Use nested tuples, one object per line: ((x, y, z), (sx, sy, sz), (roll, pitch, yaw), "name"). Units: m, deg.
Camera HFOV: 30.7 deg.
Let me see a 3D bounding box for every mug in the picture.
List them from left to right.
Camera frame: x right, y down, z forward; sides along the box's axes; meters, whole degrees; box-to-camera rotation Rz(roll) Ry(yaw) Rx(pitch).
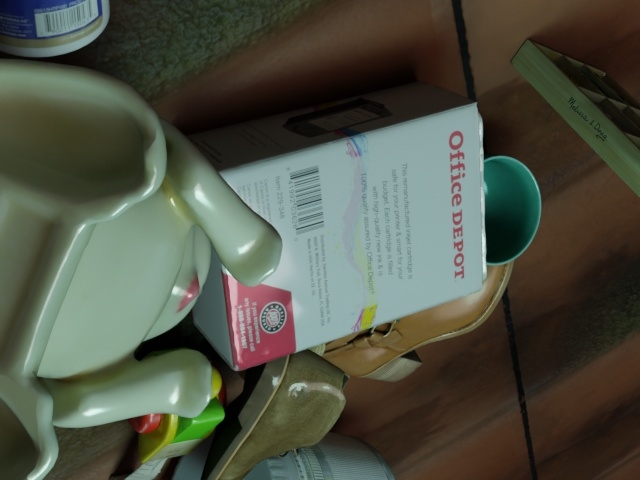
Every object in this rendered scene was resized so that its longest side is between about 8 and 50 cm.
((0.186, -0.054, 1.398), (0.130, 0.097, 0.157), (4, 95, -29), "mug")

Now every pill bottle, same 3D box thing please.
((-0.219, -0.243, 0.877), (0.112, 0.112, 0.186), (-18, 139, -22), "pill bottle")

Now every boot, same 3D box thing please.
((-0.064, 0.235, 1.374), (0.115, 0.112, 0.305), (21, 133, -13), "boot")
((0.095, 0.061, 1.474), (0.283, 0.109, 0.220), (-43, 139, 22), "boot")

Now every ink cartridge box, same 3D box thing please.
((0.012, -0.023, 1.229), (0.306, 0.131, 0.226), (-16, 118, -25), "ink cartridge box")

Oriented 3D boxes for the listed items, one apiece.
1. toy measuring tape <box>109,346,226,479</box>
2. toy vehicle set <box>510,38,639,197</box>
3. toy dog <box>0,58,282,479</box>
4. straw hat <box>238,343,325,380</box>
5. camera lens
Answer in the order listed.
((-0.199, 0.211, 1.421), (0.121, 0.121, 0.330), (-7, 157, -32), "toy measuring tape")
((0.346, -0.120, 1.318), (0.166, 0.267, 0.035), (9, 126, -44), "toy vehicle set")
((-0.236, 0.010, 0.947), (0.408, 0.396, 0.284), (5, 98, -77), "toy dog")
((-0.068, 0.143, 1.400), (0.145, 0.061, 0.144), (3, 137, 3), "straw hat")
((-0.041, 0.363, 1.579), (0.274, 0.219, 0.219), (19, 117, -47), "camera lens")
